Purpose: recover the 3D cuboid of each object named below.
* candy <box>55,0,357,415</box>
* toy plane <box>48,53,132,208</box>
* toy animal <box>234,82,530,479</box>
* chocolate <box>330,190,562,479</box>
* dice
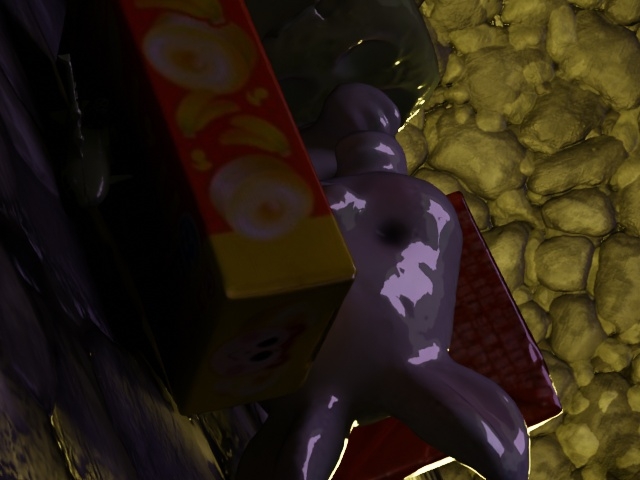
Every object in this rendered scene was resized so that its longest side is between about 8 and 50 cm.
[{"bbox_3d":[-0.076,-0.049,1.044,0.276,0.088,0.146,67,-27,26],"label":"candy"},{"bbox_3d":[-0.133,-0.053,0.995,0.111,0.040,0.102,-114,-172,-52],"label":"toy plane"},{"bbox_3d":[0.008,0.057,1.201,0.367,0.196,0.241,-117,-167,-62],"label":"toy animal"},{"bbox_3d":[0.067,0.105,1.601,0.108,0.235,0.237,97,-30,-70],"label":"chocolate"},{"bbox_3d":[-0.062,-0.201,1.436,0.249,0.252,0.254,66,5,24],"label":"dice"}]
